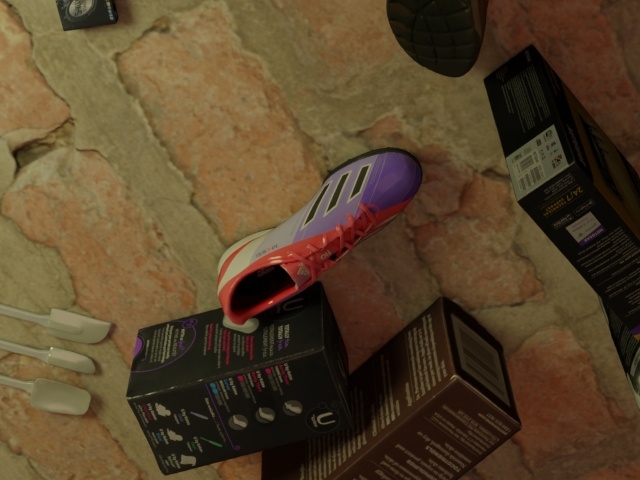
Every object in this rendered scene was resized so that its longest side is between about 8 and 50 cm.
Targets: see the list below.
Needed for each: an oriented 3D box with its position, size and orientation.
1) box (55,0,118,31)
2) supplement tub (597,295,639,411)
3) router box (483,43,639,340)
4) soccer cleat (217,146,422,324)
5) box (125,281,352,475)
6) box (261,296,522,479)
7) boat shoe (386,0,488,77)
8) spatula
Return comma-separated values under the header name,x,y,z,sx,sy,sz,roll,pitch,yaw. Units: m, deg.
name,x,y,z,sx,sy,sz,roll,pitch,yaw
box,-0.282,-0.294,1.575,0.067,0.018,0.083,-7,121,2
supplement tub,0.474,0.120,1.660,0.207,0.338,0.207,0,121,-1
router box,0.309,-0.064,1.560,0.081,0.309,0.243,-35,117,19
soccer cleat,0.000,0.000,1.703,0.318,0.116,0.108,-33,117,17
box,-0.105,0.185,1.784,0.270,0.165,0.143,-15,120,8
box,0.087,0.278,1.832,0.143,0.191,0.381,40,113,-22
boat shoe,0.151,-0.313,1.483,0.122,0.120,0.324,28,156,19
spatula,-0.426,0.154,1.842,0.242,0.019,0.168,15,121,-10
